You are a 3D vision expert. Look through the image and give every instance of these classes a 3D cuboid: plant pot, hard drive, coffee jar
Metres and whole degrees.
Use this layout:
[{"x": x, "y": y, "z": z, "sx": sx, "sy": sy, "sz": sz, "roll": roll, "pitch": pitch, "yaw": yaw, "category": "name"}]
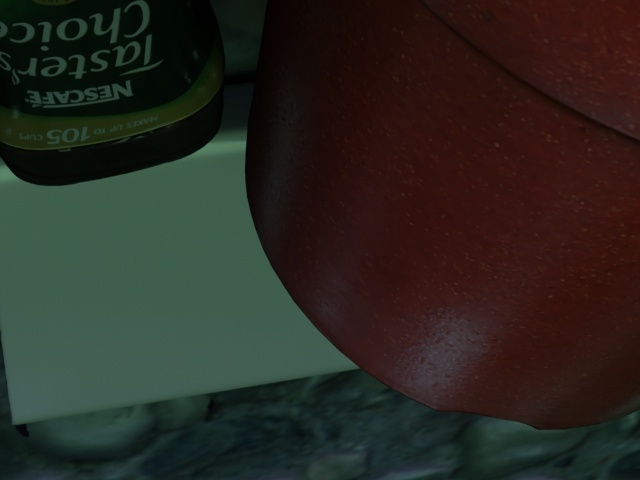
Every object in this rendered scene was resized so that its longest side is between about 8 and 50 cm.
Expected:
[{"x": 0.097, "y": -0.083, "z": 0.455, "sx": 0.272, "sy": 0.272, "sz": 0.265, "roll": -5, "pitch": 151, "yaw": -17, "category": "plant pot"}, {"x": 0.000, "y": 0.000, "z": 0.695, "sx": 0.307, "sy": 0.040, "sz": 0.203, "roll": -8, "pitch": 144, "yaw": -13, "category": "hard drive"}, {"x": -0.086, "y": -0.098, "z": 0.493, "sx": 0.096, "sy": 0.079, "sz": 0.184, "roll": -14, "pitch": 145, "yaw": -5, "category": "coffee jar"}]
